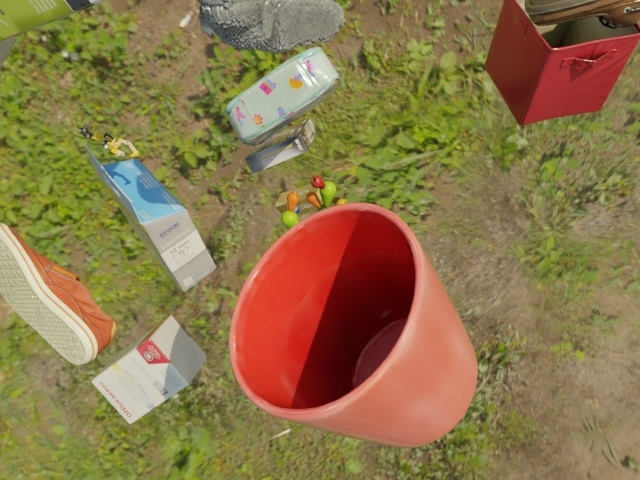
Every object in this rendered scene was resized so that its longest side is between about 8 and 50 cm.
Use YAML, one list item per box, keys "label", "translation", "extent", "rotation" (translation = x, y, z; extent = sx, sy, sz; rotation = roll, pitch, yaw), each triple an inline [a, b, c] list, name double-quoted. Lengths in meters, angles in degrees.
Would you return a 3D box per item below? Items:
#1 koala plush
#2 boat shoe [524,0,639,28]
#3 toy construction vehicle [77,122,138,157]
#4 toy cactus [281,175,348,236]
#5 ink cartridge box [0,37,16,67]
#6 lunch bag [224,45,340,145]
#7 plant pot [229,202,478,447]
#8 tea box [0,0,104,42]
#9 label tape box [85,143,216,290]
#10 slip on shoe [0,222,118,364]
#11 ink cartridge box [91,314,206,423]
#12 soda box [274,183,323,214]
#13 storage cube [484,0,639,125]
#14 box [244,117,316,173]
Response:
- label: "koala plush"
  translation: [-0.115, -0.360, 0.798]
  extent: [0.221, 0.203, 0.196]
  rotation: [33, 143, 40]
- label: "boat shoe"
  translation: [0.513, -0.412, 1.005]
  extent: [0.307, 0.111, 0.104]
  rotation: [-12, 131, 16]
- label: "toy construction vehicle"
  translation: [-0.423, -0.201, 1.183]
  extent: [0.098, 0.086, 0.035]
  rotation: [31, 91, 9]
- label: "toy cactus"
  translation: [0.000, 0.000, 1.042]
  extent: [0.112, 0.180, 0.219]
  rotation: [16, 96, 33]
- label: "ink cartridge box"
  translation: [-0.700, -0.400, 1.129]
  extent: [0.175, 0.072, 0.127]
  rotation: [12, 53, -12]
- label: "lunch bag"
  translation: [-0.090, -0.331, 1.378]
  extent: [0.279, 0.224, 0.108]
  rotation: [-32, 97, 7]
- label: "plant pot"
  translation: [0.061, 0.131, 0.744]
  extent: [0.275, 0.243, 0.275]
  rotation: [-23, 45, 25]
- label: "tea box"
  translation: [-0.369, -0.490, 0.842]
  extent: [0.323, 0.220, 0.329]
  rotation: [-5, 46, 28]
- label: "label tape box"
  translation: [-0.403, -0.071, 1.417]
  extent: [0.115, 0.348, 0.249]
  rotation: [-36, 55, -18]
- label: "slip on shoe"
  translation: [-0.514, 0.092, 1.113]
  extent: [0.331, 0.101, 0.123]
  rotation: [42, 123, 11]
- label: "ink cartridge box"
  translation: [-0.363, 0.274, 1.257]
  extent: [0.176, 0.127, 0.128]
  rotation: [-35, 100, 15]
- label: "soda box"
  translation: [-0.052, -0.123, 1.798]
  extent: [0.181, 0.061, 0.058]
  rotation: [-13, 46, 41]
- label: "storage cube"
  translation: [0.454, -0.364, 1.136]
  extent: [0.183, 0.193, 0.215]
  rotation: [-12, 58, -8]
- label: "box"
  translation: [-0.115, -0.290, 1.777]
  extent: [0.183, 0.231, 0.056]
  rotation: [-20, 109, 15]
